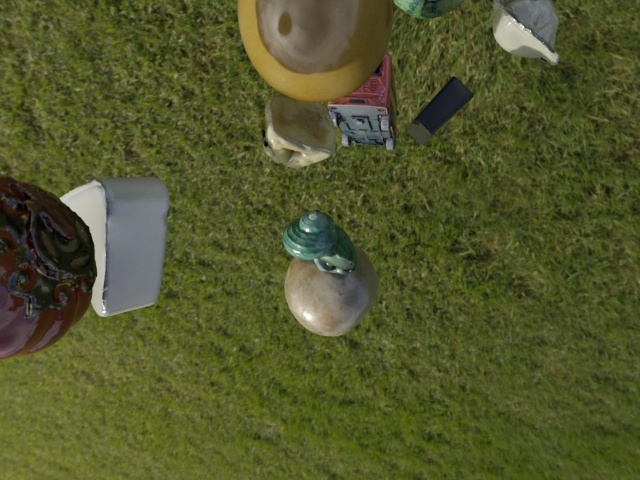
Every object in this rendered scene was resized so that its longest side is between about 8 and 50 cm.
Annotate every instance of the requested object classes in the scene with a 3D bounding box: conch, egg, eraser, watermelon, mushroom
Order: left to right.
[{"bbox_3d":[-0.470,-0.028,1.025,0.331,0.150,0.331,11,107,42],"label":"eraser"},{"bbox_3d":[-0.007,-0.358,0.705,0.250,0.322,0.250,0,94,0],"label":"egg"},{"bbox_3d":[0.000,-0.003,1.141,0.196,0.134,0.202,8,166,15],"label":"conch"},{"bbox_3d":[0.047,0.143,1.380,0.298,0.290,0.297,-3,83,25],"label":"mushroom"},{"bbox_3d":[0.378,-0.853,1.501,0.305,0.224,0.180,-11,97,26],"label":"watermelon"}]

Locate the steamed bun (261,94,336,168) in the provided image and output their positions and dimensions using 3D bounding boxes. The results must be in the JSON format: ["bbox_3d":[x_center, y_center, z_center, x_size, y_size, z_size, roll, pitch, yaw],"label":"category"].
[{"bbox_3d":[-0.067,-0.237,1.028,0.172,0.140,0.155,9,156,-25],"label":"steamed bun"}]

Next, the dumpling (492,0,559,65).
[{"bbox_3d":[0.514,-0.512,1.076,0.247,0.172,0.142,28,130,-25],"label":"dumpling"}]

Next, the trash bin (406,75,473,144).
[{"bbox_3d":[0.463,-0.500,1.731,0.115,0.165,0.225,43,86,1],"label":"trash bin"}]

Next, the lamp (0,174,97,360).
[{"bbox_3d":[-0.378,0.029,0.532,0.227,0.227,0.226,8,127,11],"label":"lamp"}]

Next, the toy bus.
[{"bbox_3d":[0.160,-0.463,1.508,0.203,0.427,0.232,7,89,13],"label":"toy bus"}]
